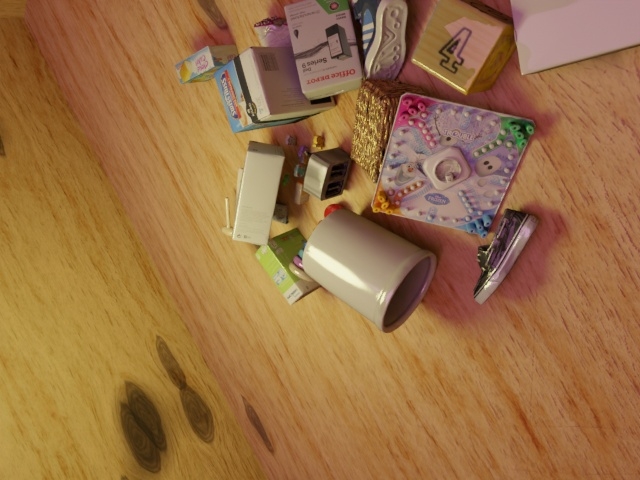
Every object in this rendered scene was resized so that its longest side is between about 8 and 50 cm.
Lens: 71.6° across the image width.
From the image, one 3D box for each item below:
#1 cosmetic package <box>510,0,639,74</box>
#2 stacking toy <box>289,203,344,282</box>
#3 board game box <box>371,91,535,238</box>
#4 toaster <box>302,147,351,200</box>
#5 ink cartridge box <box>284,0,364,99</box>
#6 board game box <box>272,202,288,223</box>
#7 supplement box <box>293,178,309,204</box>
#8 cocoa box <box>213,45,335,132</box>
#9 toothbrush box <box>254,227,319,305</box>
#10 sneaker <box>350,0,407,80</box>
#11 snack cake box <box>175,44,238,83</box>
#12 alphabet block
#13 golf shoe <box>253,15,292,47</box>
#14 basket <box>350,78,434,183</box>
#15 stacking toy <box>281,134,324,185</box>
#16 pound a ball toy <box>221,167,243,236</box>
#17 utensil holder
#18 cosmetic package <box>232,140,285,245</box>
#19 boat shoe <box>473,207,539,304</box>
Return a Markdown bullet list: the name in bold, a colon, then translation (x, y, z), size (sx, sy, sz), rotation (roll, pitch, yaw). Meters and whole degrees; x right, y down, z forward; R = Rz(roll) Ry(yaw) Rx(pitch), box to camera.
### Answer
- **cosmetic package**: translation (0.660, -0.531, 1.029), size (0.366, 0.155, 0.196), rotation (-1, 107, 42)
- **stacking toy**: translation (0.000, 0.000, 1.810), size (0.141, 0.141, 0.330), rotation (31, 100, 28)
- **board game box**: translation (0.387, -0.213, 1.350), size (0.391, 0.050, 0.389), rotation (13, 122, 2)
- **toaster**: translation (0.023, -0.256, 1.697), size (0.110, 0.186, 0.167), rotation (36, 128, 31)
- **ink cartridge box**: translation (0.019, -0.643, 1.480), size (0.211, 0.121, 0.288), rotation (-12, 94, 9)
- **board game box**: translation (-0.189, -0.128, 2.055), size (0.090, 0.020, 0.089), rotation (17, 120, 36)
- **supplement box**: translation (-0.078, -0.208, 1.891), size (0.036, 0.062, 0.098), rotation (30, 125, 29)
- **cocoa box**: translation (-0.161, -0.547, 1.614), size (0.228, 0.347, 0.231), rotation (-8, 102, 44)
- **toothbrush box**: translation (-0.119, 0.110, 1.969), size (0.283, 0.206, 0.122), rotation (52, 134, 10)
- **sneaker**: translation (0.176, -0.686, 1.438), size (0.322, 0.130, 0.236), rotation (94, 158, -54)
- **snack cake box**: translation (-0.496, -0.772, 1.949), size (0.265, 0.152, 0.089), rotation (-3, 107, 43)
- **alphabet block**: translation (0.408, -0.541, 1.225), size (0.197, 0.192, 0.193), rotation (41, 132, 20)
- **golf shoe**: translation (-0.112, -0.761, 1.662), size (0.307, 0.115, 0.140), rotation (20, 137, 36)
- **basket**: translation (0.244, -0.365, 1.466), size (0.223, 0.214, 0.298), rotation (-118, 26, -52)
- **stacking toy**: translation (-0.080, -0.321, 1.807), size (0.167, 0.052, 0.220), rotation (14, 97, 37)
- **pound a ball toy**: translation (-0.327, -0.170, 2.028), size (0.136, 0.208, 0.318), rotation (30, 125, 29)
- **utensil holder**: translation (0.174, 0.095, 1.628), size (0.386, 0.328, 0.327), rotation (34, 128, 30)
- **cosmetic package**: translation (-0.259, -0.201, 1.842), size (0.157, 0.217, 0.384), rotation (11, 113, -12)
- **boat shoe**: translation (0.558, 0.048, 1.411), size (0.119, 0.121, 0.334), rotation (32, 117, 23)
